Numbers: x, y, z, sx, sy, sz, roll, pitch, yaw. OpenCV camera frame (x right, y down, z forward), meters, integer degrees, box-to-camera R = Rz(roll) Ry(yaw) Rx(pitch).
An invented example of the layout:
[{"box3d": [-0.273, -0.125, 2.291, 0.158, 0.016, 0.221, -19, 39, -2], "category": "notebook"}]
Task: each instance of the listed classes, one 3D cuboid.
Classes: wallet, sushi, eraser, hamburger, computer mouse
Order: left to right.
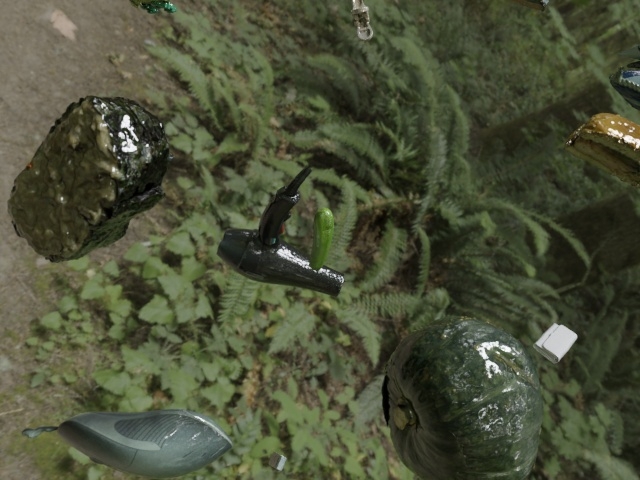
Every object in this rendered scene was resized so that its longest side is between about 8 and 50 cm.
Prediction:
[{"box3d": [-0.418, -0.099, 1.054, 0.211, 0.350, 0.171, 49, 29, -1], "category": "sushi"}, {"box3d": [-0.341, 0.359, 1.021, 0.167, 0.378, 0.090, 85, 7, -51], "category": "computer mouse"}, {"box3d": [-0.117, 0.601, 1.607, 0.019, 0.083, 0.038, 30, 70, -11], "category": "eraser"}, {"box3d": [0.519, 0.223, 1.301, 0.061, 0.025, 0.122, 34, 36, 27], "category": "wallet"}, {"box3d": [0.723, -0.218, 1.379, 0.261, 0.124, 0.131, 28, 72, -2], "category": "hamburger"}]

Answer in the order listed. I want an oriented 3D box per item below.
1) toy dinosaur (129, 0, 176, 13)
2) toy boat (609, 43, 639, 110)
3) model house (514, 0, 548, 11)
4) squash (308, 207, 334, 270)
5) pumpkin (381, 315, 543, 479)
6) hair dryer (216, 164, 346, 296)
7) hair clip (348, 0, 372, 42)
[{"box3d": [-0.442, -0.676, 1.612, 0.153, 0.259, 0.094, -25, 123, -74], "category": "toy dinosaur"}, {"box3d": [0.640, -0.343, 1.108, 0.291, 0.210, 0.070, 41, 62, -29], "category": "toy boat"}, {"box3d": [0.442, -0.682, 1.433, 0.253, 0.291, 0.185, -41, 146, -65], "category": "model house"}, {"box3d": [0.001, 0.000, 0.748, 0.027, 0.027, 0.089, -69, 168, -60], "category": "squash"}, {"box3d": [0.253, 0.299, 1.093, 0.257, 0.291, 0.328, -12, 98, -23], "category": "pumpkin"}, {"box3d": [-0.044, -0.013, 0.980, 0.235, 0.272, 0.091, 20, 49, -2], "category": "hair dryer"}, {"box3d": [0.069, -0.506, 1.198, 0.072, 0.034, 0.226, 67, 12, -59], "category": "hair clip"}]
